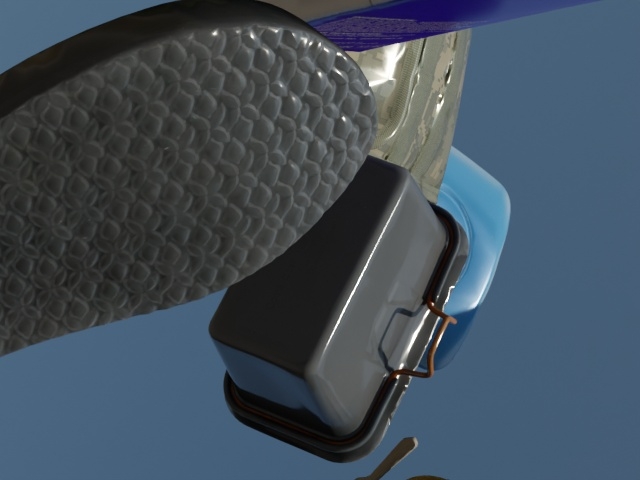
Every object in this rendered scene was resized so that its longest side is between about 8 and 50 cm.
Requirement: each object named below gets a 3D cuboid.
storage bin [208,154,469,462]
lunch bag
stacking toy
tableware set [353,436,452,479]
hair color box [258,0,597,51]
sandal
[{"bbox_3d":[0.009,0.024,0.818,0.098,0.091,0.135,21,-105,20],"label":"storage bin"},{"bbox_3d":[0.003,-0.167,1.201,0.169,0.287,0.235,10,-95,21],"label":"lunch bag"},{"bbox_3d":[0.000,0.000,1.510,0.302,0.166,0.175,0,-117,58],"label":"stacking toy"},{"bbox_3d":[0.056,0.160,0.739,0.154,0.024,0.104,49,-60,7],"label":"tableware set"},{"bbox_3d":[0.054,-0.190,0.781,0.339,0.110,0.185,-179,-92,-65],"label":"hair color box"},{"bbox_3d":[-0.106,-0.007,0.537,0.254,0.097,0.054,-25,-139,-5],"label":"sandal"}]
